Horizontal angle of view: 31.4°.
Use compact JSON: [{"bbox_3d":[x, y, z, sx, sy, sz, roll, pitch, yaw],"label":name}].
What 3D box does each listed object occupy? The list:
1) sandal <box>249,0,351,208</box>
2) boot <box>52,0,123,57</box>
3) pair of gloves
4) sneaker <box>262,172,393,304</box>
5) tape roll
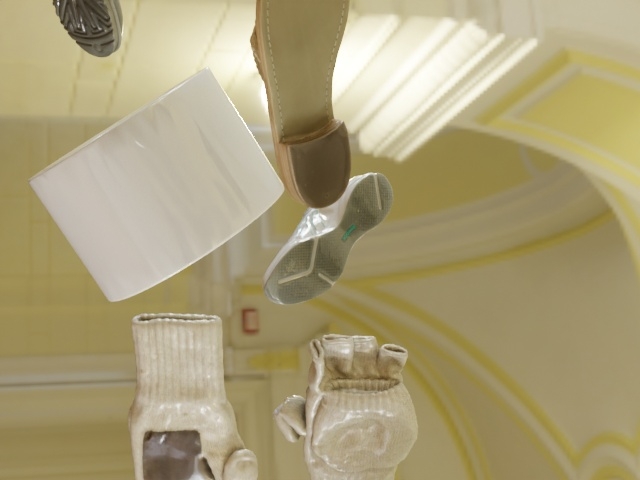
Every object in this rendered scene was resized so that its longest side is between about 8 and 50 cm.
[{"bbox_3d":[-0.030,-0.146,0.918,0.079,0.088,0.240,23,-54,48],"label":"sandal"},{"bbox_3d":[-0.194,-0.312,1.160,0.208,0.076,0.190,-48,133,-46],"label":"boot"},{"bbox_3d":[-0.042,0.160,0.935,0.042,0.240,0.204,-83,180,-61],"label":"pair of gloves"},{"bbox_3d":[0.000,0.000,1.000,0.061,0.152,0.054,5,-45,56],"label":"sneaker"},{"bbox_3d":[-0.186,-0.065,1.305,0.169,0.246,0.246,58,-12,-10],"label":"tape roll"}]
